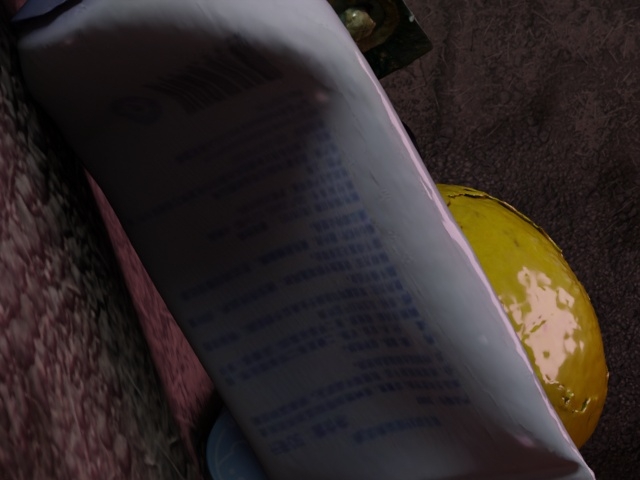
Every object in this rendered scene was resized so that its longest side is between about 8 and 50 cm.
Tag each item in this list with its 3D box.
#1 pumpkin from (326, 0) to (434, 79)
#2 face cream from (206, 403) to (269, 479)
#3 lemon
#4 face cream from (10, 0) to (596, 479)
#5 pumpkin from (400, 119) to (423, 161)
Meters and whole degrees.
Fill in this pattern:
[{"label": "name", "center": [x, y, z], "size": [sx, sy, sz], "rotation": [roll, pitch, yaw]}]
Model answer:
[{"label": "pumpkin", "center": [-0.041, -0.253, 1.554], "size": [0.263, 0.197, 0.293], "rotation": [65, 8, 32]}, {"label": "face cream", "center": [-0.028, 0.118, 1.115], "size": [0.250, 0.077, 0.077], "rotation": [-61, 133, -83]}, {"label": "lemon", "center": [0.103, 0.096, 1.410], "size": [0.297, 0.297, 0.297], "rotation": [-18, 90, -84]}, {"label": "face cream", "center": [-0.026, -0.007, 0.879], "size": [0.137, 0.235, 0.420], "rotation": [-38, 104, -46]}, {"label": "pumpkin", "center": [0.055, -0.049, 1.946], "size": [0.233, 0.163, 0.233], "rotation": [-17, 90, -82]}]
